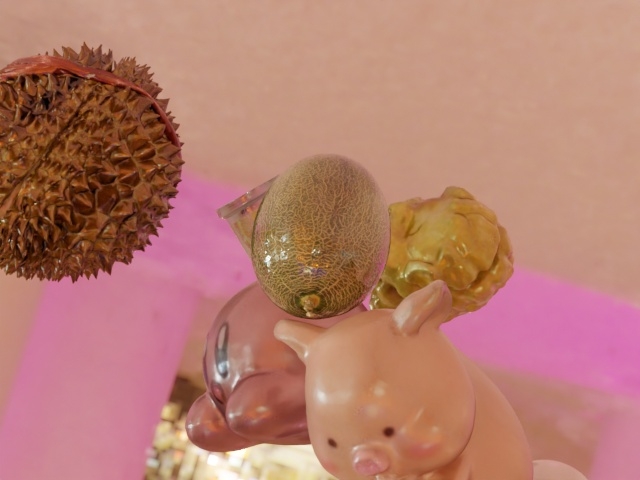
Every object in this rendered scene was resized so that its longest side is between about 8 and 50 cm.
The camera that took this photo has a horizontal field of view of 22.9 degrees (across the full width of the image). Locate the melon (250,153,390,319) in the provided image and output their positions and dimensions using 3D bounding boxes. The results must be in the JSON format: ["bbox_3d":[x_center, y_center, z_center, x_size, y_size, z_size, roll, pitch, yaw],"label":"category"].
[{"bbox_3d":[0.000,0.000,1.564,0.139,0.192,0.139,6,143,4],"label":"melon"}]

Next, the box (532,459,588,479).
[{"bbox_3d":[0.211,0.416,1.647,0.141,0.289,0.349,14,-153,1],"label":"box"}]

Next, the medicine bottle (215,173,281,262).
[{"bbox_3d":[0.006,0.113,2.240,0.426,0.108,0.108,59,163,-2],"label":"medicine bottle"}]

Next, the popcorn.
[{"bbox_3d":[0.152,0.037,2.109,0.226,0.203,0.200,25,158,53],"label":"popcorn"}]

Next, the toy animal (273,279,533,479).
[{"bbox_3d":[0.083,0.189,1.533,0.195,0.213,0.256,-13,144,27],"label":"toy animal"}]

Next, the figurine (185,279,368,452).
[{"bbox_3d":[-0.017,0.144,1.883,0.261,0.211,0.269,5,166,-24],"label":"figurine"}]

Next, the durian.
[{"bbox_3d":[-0.369,-0.112,2.296,0.347,0.384,0.347,36,158,17],"label":"durian"}]
